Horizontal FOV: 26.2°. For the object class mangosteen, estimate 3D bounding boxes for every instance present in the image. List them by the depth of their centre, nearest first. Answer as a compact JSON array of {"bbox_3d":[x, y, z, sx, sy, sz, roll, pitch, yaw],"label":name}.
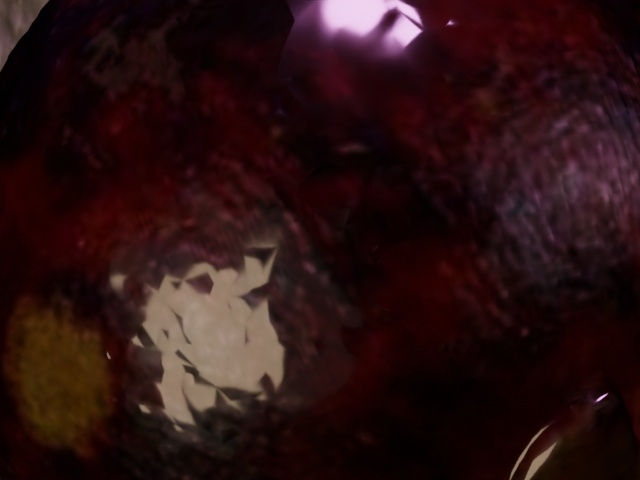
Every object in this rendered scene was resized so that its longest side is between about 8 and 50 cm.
[{"bbox_3d":[0.000,0.000,0.520,0.359,0.306,0.306,39,128,45],"label":"mangosteen"}]
